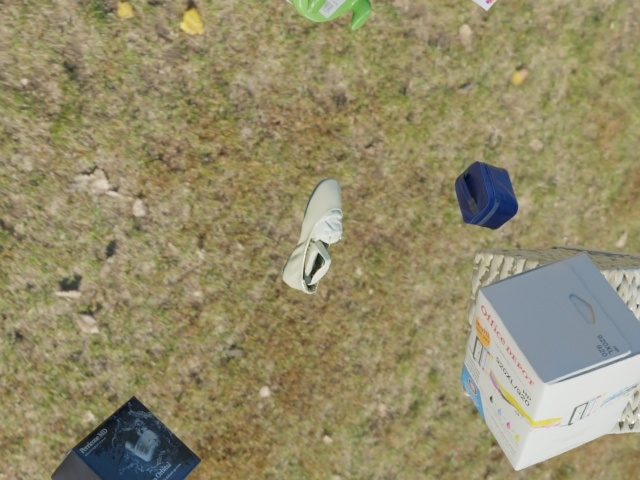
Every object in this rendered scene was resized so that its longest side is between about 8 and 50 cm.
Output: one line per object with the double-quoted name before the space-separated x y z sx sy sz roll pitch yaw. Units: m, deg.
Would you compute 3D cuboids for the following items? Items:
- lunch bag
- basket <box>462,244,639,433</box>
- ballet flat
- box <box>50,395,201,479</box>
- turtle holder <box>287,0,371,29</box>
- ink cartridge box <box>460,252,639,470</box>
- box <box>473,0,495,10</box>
"lunch bag" 0.240 -0.071 1.165 0.065 0.098 0.067 12 141 -29
"basket" 0.480 0.178 1.526 0.266 0.328 0.331 4 95 -30
"ballet flat" 0.000 0.000 1.510 0.086 0.086 0.248 -9 132 -40
"box" -0.303 0.360 1.241 0.093 0.158 0.156 -51 175 33
"turtle holder" 0.033 -0.550 1.366 0.243 0.227 0.320 -21 155 -42
"ink cartridge box" 0.315 0.168 1.088 0.168 0.171 0.232 -17 140 -13
"box" 0.327 -0.566 1.596 0.186 0.038 0.145 16 129 -41
